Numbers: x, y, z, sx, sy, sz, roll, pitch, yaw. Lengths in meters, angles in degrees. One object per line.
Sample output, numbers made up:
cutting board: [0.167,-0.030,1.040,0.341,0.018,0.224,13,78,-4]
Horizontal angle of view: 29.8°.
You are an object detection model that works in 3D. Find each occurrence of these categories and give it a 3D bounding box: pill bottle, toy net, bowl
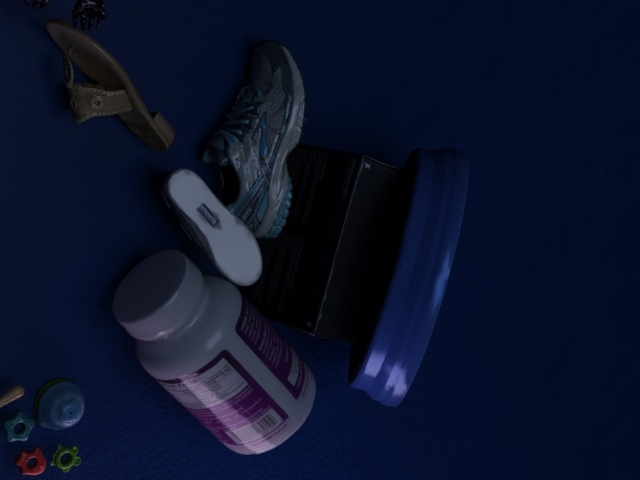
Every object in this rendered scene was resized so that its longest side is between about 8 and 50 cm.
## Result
pill bottle: [-0.150,0.153,1.671,0.169,0.169,0.301,-52,127,-18]
toy net: [-0.412,0.239,1.557,0.232,0.045,0.122,10,95,-39]
bowl: [0.122,0.048,1.769,0.077,0.391,0.391,16,90,-2]

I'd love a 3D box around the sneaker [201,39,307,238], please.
sneaker: [-0.098,-0.144,1.689,0.122,0.110,0.283,3,94,-29]

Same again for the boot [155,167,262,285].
boot: [-0.153,-0.021,1.650,0.069,0.086,0.190,-38,104,-16]

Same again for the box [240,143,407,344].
box: [0.000,0.000,1.749,0.103,0.184,0.261,16,90,-40]

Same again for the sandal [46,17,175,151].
sandal: [-0.280,-0.174,1.540,0.240,0.088,0.079,48,63,-41]

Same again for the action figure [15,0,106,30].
action figure: [-0.314,-0.396,1.435,0.164,0.141,0.275,11,66,-33]
